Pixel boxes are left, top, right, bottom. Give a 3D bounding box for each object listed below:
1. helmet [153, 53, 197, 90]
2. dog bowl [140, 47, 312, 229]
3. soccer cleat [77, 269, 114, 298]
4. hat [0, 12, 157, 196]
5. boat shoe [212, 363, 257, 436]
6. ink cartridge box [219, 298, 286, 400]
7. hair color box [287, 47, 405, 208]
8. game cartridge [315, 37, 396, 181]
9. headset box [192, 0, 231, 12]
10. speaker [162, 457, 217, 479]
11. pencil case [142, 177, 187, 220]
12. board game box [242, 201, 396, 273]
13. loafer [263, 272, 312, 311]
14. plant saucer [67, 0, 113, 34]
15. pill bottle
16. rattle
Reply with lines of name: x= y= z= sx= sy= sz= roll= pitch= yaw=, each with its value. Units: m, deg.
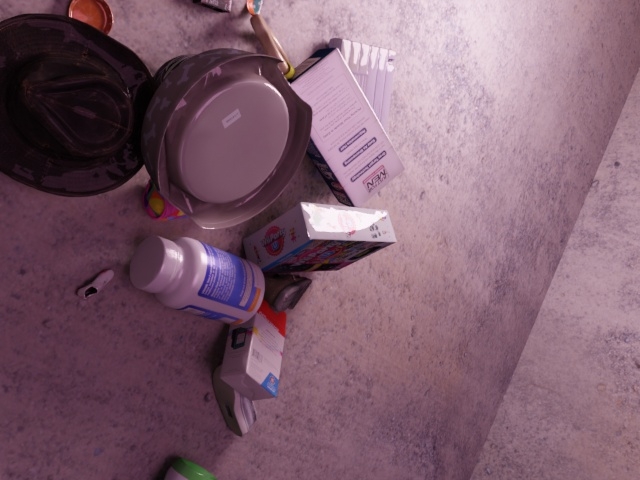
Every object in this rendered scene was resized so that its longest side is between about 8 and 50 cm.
helmet: x=-0.250 y=-0.285 z=1.244 sx=0.169 sy=0.169 sz=0.162 roll=-46 pitch=144 yaw=-26
dog bowl: x=-0.176 y=-0.195 z=1.183 sx=0.348 sy=0.102 sz=0.349 roll=-32 pitch=141 yaw=-30
soccer cleat: x=-0.441 y=0.088 z=1.250 sx=0.083 sy=0.035 sz=0.029 roll=-37 pitch=126 yaw=-32
hat: x=-0.417 y=-0.216 z=1.054 sx=0.331 sy=0.134 sz=0.332 roll=-8 pitch=108 yaw=-26
boat shoe: x=-0.204 y=0.381 z=1.562 sx=0.081 sy=0.079 sz=0.228 roll=-38 pitch=133 yaw=-40
ink cartridge box: x=-0.156 y=0.249 z=1.521 sx=0.134 sy=0.078 sz=0.231 roll=51 pitch=33 yaw=-41
hair color box: x=0.042 y=-0.264 z=1.516 sx=0.174 sy=0.105 sz=0.347 roll=-40 pitch=116 yaw=-12
game cartridge: x=0.089 y=-0.331 z=1.652 sx=0.230 sy=0.068 sz=0.355 roll=-3 pitch=105 yaw=-41
headset box: x=-0.222 y=-0.509 z=1.296 sx=0.083 sy=0.032 sz=0.062 roll=2 pitch=101 yaw=-48
speaker: x=-0.358 y=0.659 z=1.446 sx=0.131 sy=0.131 sz=0.297 roll=45 pitch=70 yaw=-43
pencil case: x=-0.257 y=-0.101 z=1.342 sx=0.236 sy=0.104 sz=0.105 roll=-12 pitch=110 yaw=-46
board game box: x=0.000 y=0.000 z=1.532 sx=0.303 sy=0.224 sz=0.098 roll=2 pitch=67 yaw=-45
loafer: x=-0.088 y=0.112 z=1.540 sx=0.094 sy=0.087 sz=0.251 roll=-55 pitch=172 yaw=2
plant saucer: x=-0.416 y=-0.403 z=1.142 sx=0.083 sy=0.013 sz=0.084 roll=-15 pitch=112 yaw=-41
pill bottle: x=-0.261 y=0.081 z=1.349 sx=0.272 sy=0.152 sz=0.152 roll=27 pitch=83 yaw=-46
rattle: x=-0.153 y=-0.428 z=1.394 sx=0.200 sy=0.142 sz=0.130 roll=55 pitch=29 yaw=-23
